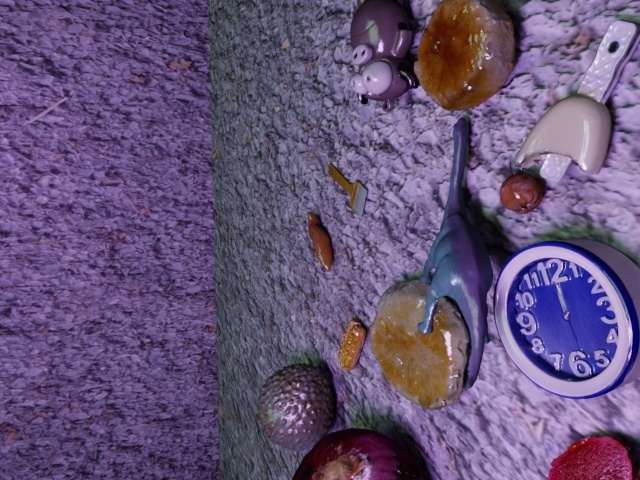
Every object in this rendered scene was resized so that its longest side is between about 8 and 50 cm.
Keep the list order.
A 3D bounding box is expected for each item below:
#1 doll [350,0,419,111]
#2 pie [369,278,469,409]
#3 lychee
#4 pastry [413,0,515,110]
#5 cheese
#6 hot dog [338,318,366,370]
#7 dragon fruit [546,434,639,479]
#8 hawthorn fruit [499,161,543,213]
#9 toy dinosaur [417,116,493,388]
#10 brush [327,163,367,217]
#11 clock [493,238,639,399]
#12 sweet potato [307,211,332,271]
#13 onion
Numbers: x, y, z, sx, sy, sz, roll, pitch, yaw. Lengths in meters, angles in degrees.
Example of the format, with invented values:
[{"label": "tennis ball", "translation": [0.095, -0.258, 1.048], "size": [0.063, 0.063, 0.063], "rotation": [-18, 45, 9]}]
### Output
[{"label": "doll", "translation": [0.130, -0.406, 1.040], "size": [0.182, 0.117, 0.257], "rotation": [7, 99, 57]}, {"label": "pie", "translation": [0.212, 0.226, 1.066], "size": [0.306, 0.071, 0.306], "rotation": [28, 122, 56]}, {"label": "lychee", "translation": [-0.071, 0.511, 1.516], "size": [0.274, 0.255, 0.255], "rotation": [-56, 37, 6]}, {"label": "pastry", "translation": [0.252, -0.323, 0.847], "size": [0.192, 0.093, 0.182], "rotation": [123, 133, -57]}, {"label": "cheese", "translation": [0.372, -0.187, 0.692], "size": [0.127, 0.050, 0.235], "rotation": [49, 130, 49]}, {"label": "hot dog", "translation": [0.085, 0.292, 1.353], "size": [0.071, 0.045, 0.165], "rotation": [51, 137, 44]}, {"label": "dragon fruit", "translation": [0.414, 0.366, 0.689], "size": [0.111, 0.153, 0.153], "rotation": [38, 148, -6]}, {"label": "hawthorn fruit", "translation": [0.321, -0.092, 0.802], "size": [0.066, 0.067, 0.103], "rotation": [115, 150, -45]}, {"label": "toy dinosaur", "translation": [0.242, -0.008, 0.824], "size": [0.383, 0.130, 0.330], "rotation": [-83, -4, -64]}, {"label": "brush", "translation": [0.069, -0.151, 1.330], "size": [0.218, 0.010, 0.082], "rotation": [52, 140, 47]}, {"label": "clock", "translation": [0.371, 0.113, 0.728], "size": [0.230, 0.083, 0.230], "rotation": [175, 90, -65]}, {"label": "sweet potato", "translation": [0.001, 0.001, 1.451], "size": [0.055, 0.058, 0.202], "rotation": [47, -159, -57]}, {"label": "onion", "translation": [0.111, 0.646, 1.151], "size": [0.385, 0.348, 0.348], "rotation": [58, 166, -29]}]
